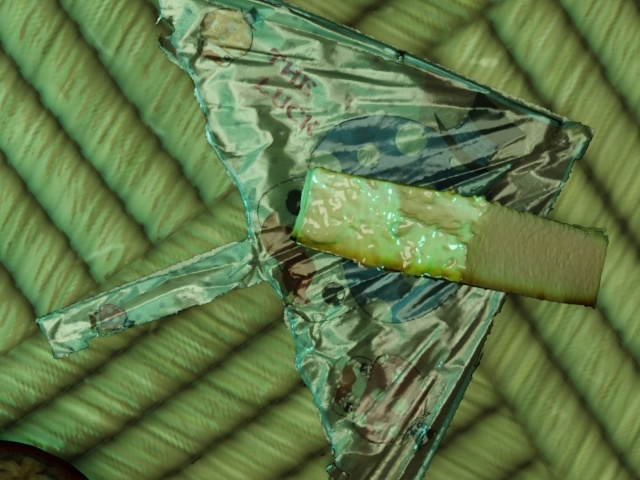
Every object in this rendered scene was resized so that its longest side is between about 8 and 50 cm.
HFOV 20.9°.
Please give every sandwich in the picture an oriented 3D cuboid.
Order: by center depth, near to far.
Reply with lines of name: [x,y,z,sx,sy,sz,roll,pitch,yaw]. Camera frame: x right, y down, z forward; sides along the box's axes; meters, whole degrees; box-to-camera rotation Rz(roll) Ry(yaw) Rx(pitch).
sandwich: [0.082,0.001,0.989,0.193,0.162,0.058,12,91,-2]

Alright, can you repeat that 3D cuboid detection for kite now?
kite: [0.000,0.000,1.075,0.368,0.014,0.406,-21,95,1]

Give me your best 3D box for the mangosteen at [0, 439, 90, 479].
mangosteen: [-0.189,0.212,1.026,0.166,0.166,0.180,7,125,-2]
